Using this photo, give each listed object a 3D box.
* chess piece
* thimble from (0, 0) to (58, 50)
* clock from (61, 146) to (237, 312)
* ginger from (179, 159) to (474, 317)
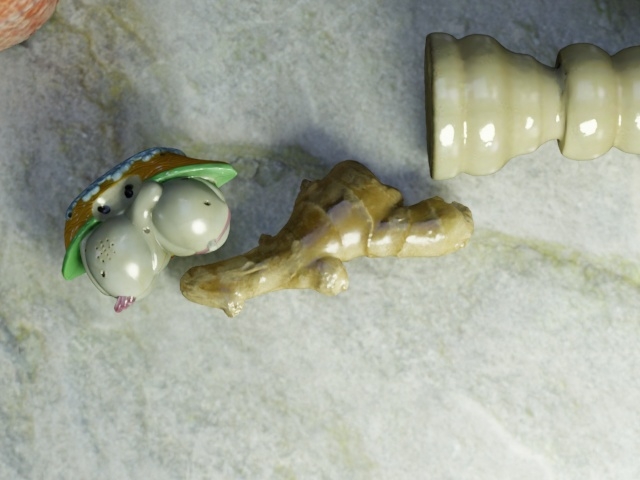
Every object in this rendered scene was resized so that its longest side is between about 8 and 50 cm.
[{"bbox_3d":[0.267,-0.154,1.756,0.300,0.167,0.167,-2,67,0],"label":"chess piece"},{"bbox_3d":[-0.432,-0.349,1.916,0.239,0.162,0.239,-3,68,8],"label":"thimble"},{"bbox_3d":[-0.191,-0.016,1.767,0.231,0.103,0.144,-35,63,8],"label":"clock"},{"bbox_3d":[0.000,0.000,1.761,0.334,0.081,0.148,-24,82,-1],"label":"ginger"}]
